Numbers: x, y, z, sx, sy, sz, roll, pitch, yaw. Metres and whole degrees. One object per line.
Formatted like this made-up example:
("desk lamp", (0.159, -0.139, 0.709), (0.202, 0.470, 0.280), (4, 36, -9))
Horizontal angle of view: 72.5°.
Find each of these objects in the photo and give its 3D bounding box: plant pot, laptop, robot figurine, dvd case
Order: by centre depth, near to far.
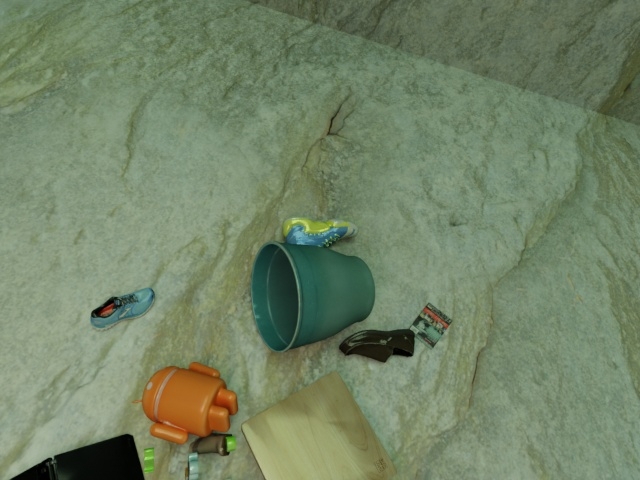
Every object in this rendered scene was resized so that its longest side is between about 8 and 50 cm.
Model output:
("laptop", (-0.497, 0.555, 0.862), (0.265, 0.136, 0.234), (-29, 64, -1))
("robot figurine", (-0.296, 0.354, 0.966), (0.220, 0.128, 0.157), (12, 76, 11))
("plant pot", (-0.010, 0.132, 1.129), (0.256, 0.271, 0.271), (-2, 55, -32))
("dvd case", (0.318, 0.246, 1.266), (0.087, 0.013, 0.119), (38, 55, 14))

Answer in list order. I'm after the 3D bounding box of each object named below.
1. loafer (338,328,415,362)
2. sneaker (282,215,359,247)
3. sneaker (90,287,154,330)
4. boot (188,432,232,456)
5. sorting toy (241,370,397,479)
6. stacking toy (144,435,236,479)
("loafer", (0.158, 0.284, 1.160), (0.220, 0.080, 0.078), (-3, 56, -15))
("sneaker", (0.000, 0.000, 1.332), (0.240, 0.091, 0.126), (4, 74, -11))
("sneaker", (-0.494, 0.166, 1.094), (0.162, 0.073, 0.063), (-30, 67, -29))
("boot", (-0.239, 0.443, 0.938), (0.087, 0.118, 0.042), (-10, 78, -4))
("sorting toy", (-0.010, 0.475, 0.983), (0.256, 0.089, 0.257), (-22, 64, -25))
("stacking toy", (-0.253, 0.469, 0.855), (0.167, 0.221, 0.052), (-2, 34, -20))
